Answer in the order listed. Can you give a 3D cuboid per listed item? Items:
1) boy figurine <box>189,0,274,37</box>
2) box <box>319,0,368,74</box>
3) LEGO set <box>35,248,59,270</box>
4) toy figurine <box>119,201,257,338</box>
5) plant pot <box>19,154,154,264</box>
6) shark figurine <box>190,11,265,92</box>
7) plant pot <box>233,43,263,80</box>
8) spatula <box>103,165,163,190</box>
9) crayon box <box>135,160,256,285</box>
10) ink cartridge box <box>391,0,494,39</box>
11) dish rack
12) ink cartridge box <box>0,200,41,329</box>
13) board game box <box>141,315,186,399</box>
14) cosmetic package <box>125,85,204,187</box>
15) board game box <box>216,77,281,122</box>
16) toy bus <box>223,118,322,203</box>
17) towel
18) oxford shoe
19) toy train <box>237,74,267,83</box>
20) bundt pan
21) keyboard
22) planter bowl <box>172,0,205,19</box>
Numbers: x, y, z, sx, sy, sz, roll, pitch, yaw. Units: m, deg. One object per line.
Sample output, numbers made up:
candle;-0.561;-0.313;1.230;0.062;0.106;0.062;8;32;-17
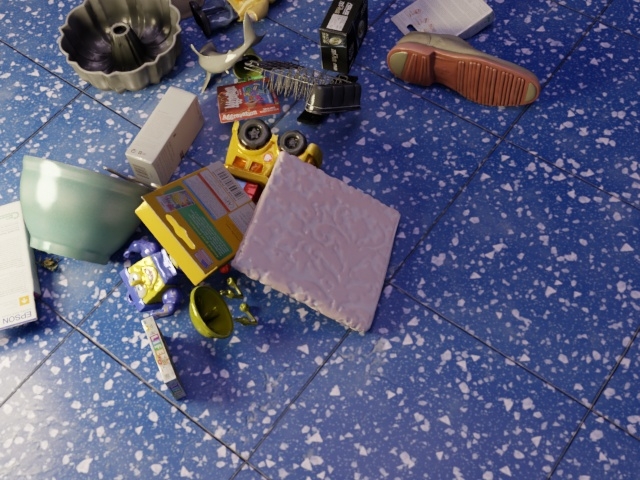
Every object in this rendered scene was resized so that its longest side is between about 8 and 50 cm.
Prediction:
boy figurine;-0.214;-0.668;2.206;0.285;0.092;0.177;-26;58;-8
box;0.064;-0.561;2.088;0.077;0.147;0.180;15;60;12
LEGO set;-0.641;0.048;1.842;0.054;0.023;0.083;5;38;-22
toy figurine;-0.332;0.102;1.749;0.217;0.191;0.363;-36;75;22
plant pot;-0.543;-0.057;1.772;0.293;0.293;0.196;14;87;12
shark figurine;-0.270;-0.487;2.029;0.278;0.116;0.166;0;62;52
plant pot;-0.198;-0.485;2.106;0.083;0.083;0.079;-13;48;-4
spatula;-0.386;-0.126;1.812;0.168;0.242;0.019;20;86;13
crayon box;-0.254;-0.038;1.687;0.203;0.083;0.323;51;28;0
ink cartridge box;0.336;-0.610;2.169;0.224;0.056;0.181;-36;62;4
dish rack;-0.047;-0.387;1.936;0.271;0.074;0.208;24;23;27
ink cartridge box;-0.815;0.096;1.798;0.324;0.071;0.330;-16;62;-6
board game box;-0.329;0.248;1.653;0.026;0.103;0.154;-23;61;-10
cosmetic package;-0.381;-0.256;1.953;0.085;0.117;0.231;20;64;14
board game box;-0.184;-0.353;1.961;0.145;0.027;0.281;-12;25;-4
toy bus;-0.127;-0.160;1.872;0.220;0.149;0.212;16;75;11
towel;0.000;0.000;1.727;0.331;0.053;0.317;27;58;-15
oxford shoe;0.379;-0.460;2.017;0.396;0.140;0.147;21;55;13
toy train;-0.182;-0.427;2.095;0.083;0.024;0.017;-12;59;-3
bundt pan;-0.523;-0.526;2.119;0.330;0.124;0.331;-2;59;3
keyboard;0.031;-0.357;2.043;0.100;0.038;0.192;19;61;41
planter bowl;-0.418;-0.723;2.239;0.162;0.109;0.162;-2;59;3
